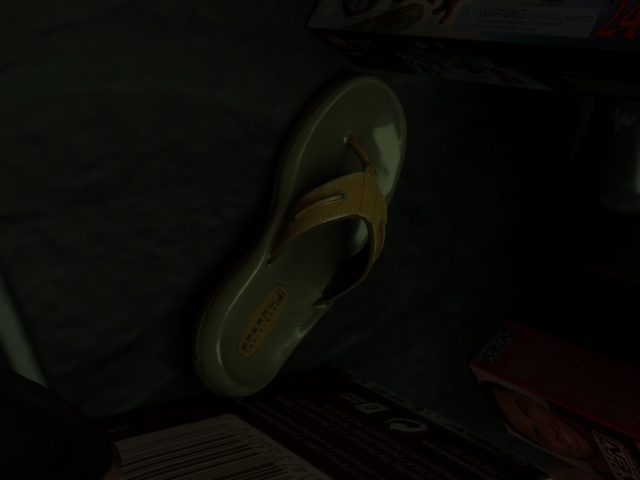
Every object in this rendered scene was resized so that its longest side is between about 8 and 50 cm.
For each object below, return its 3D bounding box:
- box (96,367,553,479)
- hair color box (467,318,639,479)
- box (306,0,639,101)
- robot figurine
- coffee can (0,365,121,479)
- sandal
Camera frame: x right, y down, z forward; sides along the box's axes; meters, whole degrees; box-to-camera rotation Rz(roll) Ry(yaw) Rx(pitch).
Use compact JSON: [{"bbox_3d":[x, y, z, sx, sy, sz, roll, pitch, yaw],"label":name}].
[{"bbox_3d":[-0.012,0.190,0.487,0.167,0.168,0.203,-9,107,-34],"label":"box"},{"bbox_3d":[0.157,0.100,0.599,0.043,0.141,0.072,-44,122,-18],"label":"hair color box"},{"bbox_3d":[0.105,-0.144,0.444,0.044,0.233,0.159,28,85,-36],"label":"box"},{"bbox_3d":[0.230,-0.058,0.597,0.173,0.209,0.278,10,98,3],"label":"robot figurine"},{"bbox_3d":[-0.201,0.173,0.331,0.201,0.201,0.275,17,92,-36],"label":"coffee can"},{"bbox_3d":[0.000,0.000,0.520,0.072,0.049,0.180,41,71,-35],"label":"sandal"}]
